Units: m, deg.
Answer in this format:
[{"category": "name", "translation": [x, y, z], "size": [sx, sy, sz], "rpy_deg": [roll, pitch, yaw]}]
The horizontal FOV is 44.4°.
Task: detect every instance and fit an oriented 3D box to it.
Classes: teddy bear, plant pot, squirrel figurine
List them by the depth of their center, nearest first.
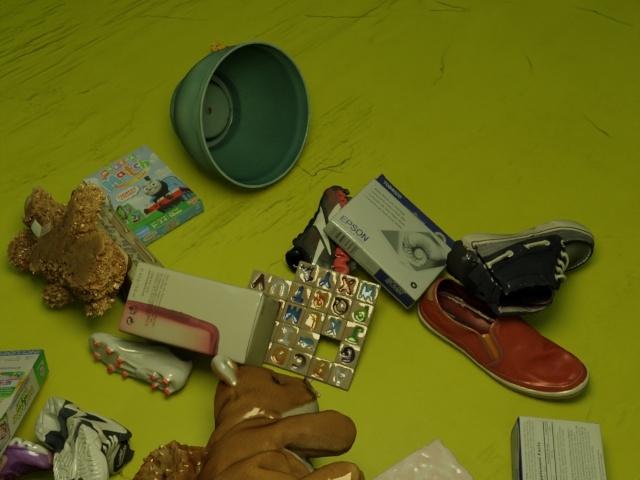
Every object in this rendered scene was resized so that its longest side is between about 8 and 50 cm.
[{"category": "squirrel figurine", "translation": [-0.135, 0.343, 1.146], "size": [0.397, 0.281, 0.370], "rpy_deg": [-18, 37, -4]}, {"category": "teddy bear", "translation": [-0.461, 0.015, 1.452], "size": [0.338, 0.113, 0.245], "rpy_deg": [1, 78, 38]}, {"category": "plant pot", "translation": [-0.192, -0.267, 1.650], "size": [0.196, 0.293, 0.293], "rpy_deg": [13, 48, 44]}]

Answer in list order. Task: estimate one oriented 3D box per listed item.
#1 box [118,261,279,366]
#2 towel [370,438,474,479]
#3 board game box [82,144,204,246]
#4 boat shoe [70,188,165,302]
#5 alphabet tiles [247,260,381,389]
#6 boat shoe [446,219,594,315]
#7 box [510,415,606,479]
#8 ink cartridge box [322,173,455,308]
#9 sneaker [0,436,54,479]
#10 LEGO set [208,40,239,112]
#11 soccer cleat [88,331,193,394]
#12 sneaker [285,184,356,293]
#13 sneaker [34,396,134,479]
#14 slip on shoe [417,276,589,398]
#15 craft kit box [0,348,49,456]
[{"category": "box", "translation": [-0.208, 0.133, 1.376], "size": [0.232, 0.148, 0.127], "rpy_deg": [14, 80, 11]}, {"category": "towel", "translation": [0.159, 0.505, 1.179], "size": [0.317, 0.053, 0.332], "rpy_deg": [-28, 56, -20]}, {"category": "board game box", "translation": [-0.371, -0.095, 1.639], "size": [0.160, 0.039, 0.211], "rpy_deg": [-35, 60, -24]}, {"category": "boat shoe", "translation": [-0.397, 0.007, 1.531], "size": [0.089, 0.104, 0.285], "rpy_deg": [-22, 63, -36]}, {"category": "alphabet tiles", "translation": [-0.031, 0.141, 1.430], "size": [0.237, 0.009, 0.198], "rpy_deg": [16, 81, 11]}, {"category": "boat shoe", "translation": [0.404, 0.059, 1.436], "size": [0.340, 0.127, 0.158], "rpy_deg": [-8, 39, -26]}, {"category": "box", "translation": [0.386, 0.364, 1.280], "size": [0.137, 0.072, 0.126], "rpy_deg": [6, 53, 3]}, {"category": "ink cartridge box", "translation": [0.150, -0.014, 1.512], "size": [0.223, 0.045, 0.224], "rpy_deg": [42, 50, 3]}, {"category": "sneaker", "translation": [-0.542, 0.373, 1.253], "size": [0.236, 0.095, 0.105], "rpy_deg": [-3, 59, 3]}, {"category": "LEGO set", "translation": [-0.230, -0.414, 1.855], "size": [0.093, 0.087, 0.227], "rpy_deg": [26, 55, 17]}, {"category": "soccer cleat", "translation": [-0.321, 0.209, 1.398], "size": [0.196, 0.068, 0.076], "rpy_deg": [22, 41, 14]}, {"category": "sneaker", "translation": [0.000, 0.000, 1.535], "size": [0.135, 0.098, 0.276], "rpy_deg": [3, 54, -1]}, {"category": "sneaker", "translation": [-0.343, 0.336, 1.234], "size": [0.235, 0.153, 0.094], "rpy_deg": [17, 80, 51]}, {"category": "slip on shoe", "translation": [0.326, 0.173, 1.408], "size": [0.331, 0.101, 0.123], "rpy_deg": [31, 57, 19]}, {"category": "craft kit box", "translation": [-0.604, 0.269, 1.273], "size": [0.249, 0.061, 0.247], "rpy_deg": [-3, 22, 3]}]
